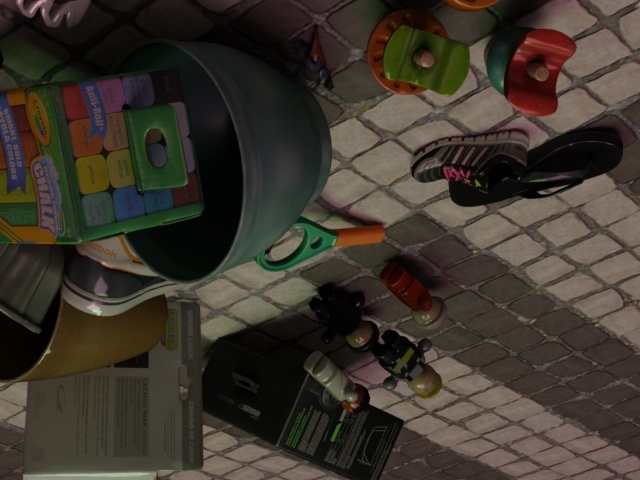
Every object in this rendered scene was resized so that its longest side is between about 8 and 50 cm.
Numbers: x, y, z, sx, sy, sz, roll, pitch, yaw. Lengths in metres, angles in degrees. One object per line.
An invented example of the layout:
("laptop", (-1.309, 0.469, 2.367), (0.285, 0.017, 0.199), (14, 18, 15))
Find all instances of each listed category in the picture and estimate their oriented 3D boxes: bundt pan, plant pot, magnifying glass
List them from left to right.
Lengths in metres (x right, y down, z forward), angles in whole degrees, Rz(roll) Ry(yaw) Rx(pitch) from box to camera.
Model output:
("bundt pan", (-0.464, -0.021, 1.712), (0.331, 0.124, 0.331), (34, 171, 6))
("plant pot", (-0.360, 0.099, 1.965), (0.237, 0.237, 0.254), (-29, 155, 34))
("plant pot", (-0.112, -0.107, 1.621), (0.196, 0.293, 0.293), (-13, 159, -41))
("magnifying glass", (0.000, 0.000, 1.924), (0.231, 0.026, 0.092), (-8, 133, -39))

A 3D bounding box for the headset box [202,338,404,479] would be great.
("headset box", (-0.047, 0.291, 2.251), (0.283, 0.131, 0.246), (30, 170, -41))

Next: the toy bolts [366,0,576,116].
("toy bolts", (0.184, -0.257, 1.566), (0.229, 0.158, 0.218), (18, 102, -15))

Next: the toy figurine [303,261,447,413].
("toy figurine", (0.091, 0.163, 2.092), (0.213, 0.209, 0.148), (-21, 133, 27))

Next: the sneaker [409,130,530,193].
("sneaker", (0.208, -0.099, 1.819), (0.170, 0.074, 0.063), (-10, 147, 10))

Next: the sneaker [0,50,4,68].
("sneaker", (-0.542, -0.212, 1.528), (0.319, 0.112, 0.131), (16, 139, -27))

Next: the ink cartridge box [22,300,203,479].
("ink cartridge box", (-0.325, 0.254, 2.096), (0.272, 0.309, 0.130), (1, 147, -8))

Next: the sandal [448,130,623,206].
("sandal", (0.309, -0.086, 1.869), (0.255, 0.054, 0.097), (-17, 145, 20))

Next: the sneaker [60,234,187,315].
("sneaker", (-0.234, 0.000, 1.805), (0.126, 0.321, 0.127), (24, 110, 10))

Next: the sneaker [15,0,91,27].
("sneaker", (-0.364, -0.323, 1.394), (0.292, 0.110, 0.118), (10, 138, -35))

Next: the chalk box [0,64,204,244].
("chalk box", (-0.259, -0.097, 1.502), (0.179, 0.180, 0.289), (-15, -171, -41))

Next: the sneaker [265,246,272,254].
("sneaker", (-0.107, -0.001, 1.930), (0.058, 0.084, 0.152), (7, 146, -16))

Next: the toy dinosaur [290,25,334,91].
("toy dinosaur", (0.000, -0.217, 1.649), (0.090, 0.047, 0.082), (-43, 153, 28))
